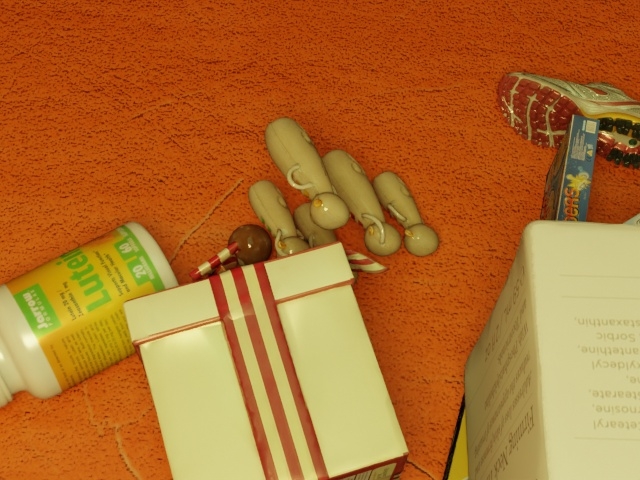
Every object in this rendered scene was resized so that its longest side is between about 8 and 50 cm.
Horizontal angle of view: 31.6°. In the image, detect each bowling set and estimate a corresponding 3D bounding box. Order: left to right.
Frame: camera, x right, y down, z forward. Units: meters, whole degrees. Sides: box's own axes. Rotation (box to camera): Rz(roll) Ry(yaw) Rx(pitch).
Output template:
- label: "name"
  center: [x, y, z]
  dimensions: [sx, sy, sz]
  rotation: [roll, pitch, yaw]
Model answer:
- label: "bowling set"
  center: [0.000, 0.000, 1.325]
  dimensions: [0.200, 0.287, 0.154]
  rotation: [-45, 55, 21]

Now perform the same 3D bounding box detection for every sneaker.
- label: "sneaker"
  center: [0.339, -0.165, 1.479]
  dimensions: [0.225, 0.088, 0.092]
  rotation: [22, 41, 9]

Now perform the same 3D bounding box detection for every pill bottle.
- label: "pill bottle"
  center: [-0.283, 0.090, 1.252]
  dimensions: [0.246, 0.136, 0.136]
  rotation: [-28, 65, -18]

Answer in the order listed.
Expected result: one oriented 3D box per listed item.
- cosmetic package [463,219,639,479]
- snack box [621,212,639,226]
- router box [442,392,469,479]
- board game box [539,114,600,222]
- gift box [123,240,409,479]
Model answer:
- label: "cosmetic package"
  center: [0.318, 0.232, 1.000]
  dimensions: [0.328, 0.329, 0.393]
  rotation: [3, 60, -2]
- label: "snack box"
  center: [0.367, 0.035, 1.282]
  dimensions: [0.175, 0.207, 0.070]
  rotation: [-29, 66, -19]
- label: "router box"
  center: [0.278, 0.298, 1.197]
  dimensions: [0.309, 0.081, 0.242]
  rotation: [15, 61, 5]
- label: "board game box"
  center: [0.290, -0.031, 1.357]
  dimensions: [0.035, 0.136, 0.201]
  rotation: [13, 59, 4]
- label: "gift box"
  center: [-0.041, 0.151, 1.175]
  dimensions: [0.277, 0.255, 0.258]
  rotation: [-15, 69, -12]
